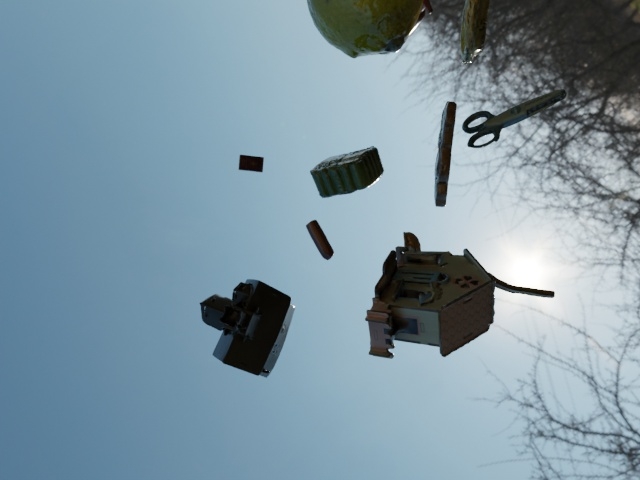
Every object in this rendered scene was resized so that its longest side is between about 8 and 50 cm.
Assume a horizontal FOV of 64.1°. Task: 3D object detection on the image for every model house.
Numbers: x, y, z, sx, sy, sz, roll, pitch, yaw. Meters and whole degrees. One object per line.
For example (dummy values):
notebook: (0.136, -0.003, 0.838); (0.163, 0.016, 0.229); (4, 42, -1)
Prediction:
model house: (-0.199, 0.194, 1.243); (0.204, 0.211, 0.243); (19, 167, 15)
model house: (0.263, 0.125, 1.144); (0.244, 0.169, 0.326); (6, -152, 25)

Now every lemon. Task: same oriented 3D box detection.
lemon: (0.133, -0.707, 1.467); (0.349, 0.350, 0.387); (-9, -114, -47)

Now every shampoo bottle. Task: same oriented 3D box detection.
shampoo bottle: (0.353, -0.860, 1.969); (0.085, 0.244, 0.085); (1, -93, -14)

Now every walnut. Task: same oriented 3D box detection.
walnut: (0.283, 0.025, 1.571); (0.091, 0.052, 0.121); (63, -160, -61)

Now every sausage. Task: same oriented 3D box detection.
sausage: (0.000, 0.000, 1.582); (0.041, 0.039, 0.131); (-22, -97, -57)

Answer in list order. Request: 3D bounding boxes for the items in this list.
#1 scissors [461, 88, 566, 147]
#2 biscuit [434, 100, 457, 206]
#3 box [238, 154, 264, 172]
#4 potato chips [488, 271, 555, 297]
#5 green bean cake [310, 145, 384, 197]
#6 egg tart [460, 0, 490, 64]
scissors: (0.547, -0.354, 1.448); (0.041, 0.289, 0.138); (46, -149, -44)
biscuit: (0.347, -0.241, 1.442); (0.044, 0.295, 0.186); (6, -164, 13)
box: (-0.233, -0.258, 1.717); (0.082, 0.052, 0.023); (4, -177, -13)
potato chips: (0.558, 0.132, 1.421); (0.204, 0.026, 0.037); (15, -110, -1)
green bean cake: (0.092, -0.225, 1.683); (0.214, 0.200, 0.113); (-41, -61, -53)
egg tart: (0.558, -0.778, 1.840); (0.095, 0.279, 0.279); (3, -145, 11)
